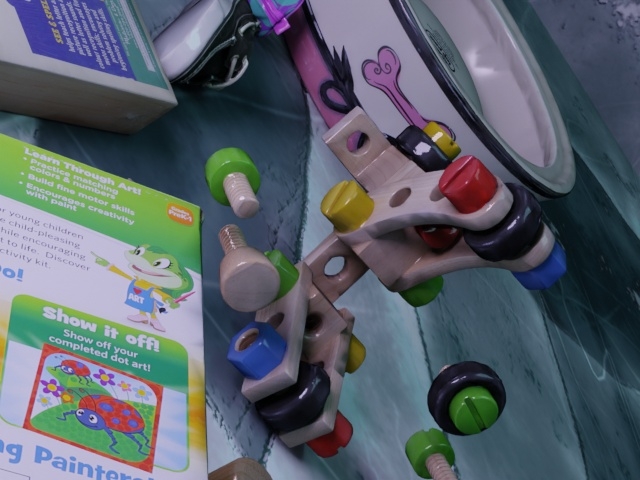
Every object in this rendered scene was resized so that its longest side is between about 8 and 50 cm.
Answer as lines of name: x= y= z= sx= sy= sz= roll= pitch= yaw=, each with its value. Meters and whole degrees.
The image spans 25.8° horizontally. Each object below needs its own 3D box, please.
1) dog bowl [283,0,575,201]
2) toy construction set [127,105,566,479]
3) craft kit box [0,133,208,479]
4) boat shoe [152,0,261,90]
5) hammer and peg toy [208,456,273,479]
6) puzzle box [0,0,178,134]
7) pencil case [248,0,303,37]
dog bowl: x=0.110 y=-0.194 z=1.531 sx=0.408 sy=0.150 sz=0.408 roll=46 pitch=27 yaw=-31
toy construction set: x=0.000 y=0.000 z=1.055 sx=0.309 sy=0.257 sz=0.237 roll=19 pitch=21 yaw=-25
craft kit box: x=-0.163 y=0.032 z=0.514 sx=0.250 sy=0.061 sz=0.246 roll=20 pitch=34 yaw=-19
boat shoe: x=-0.089 y=-0.168 z=1.180 sx=0.070 sy=0.078 sz=0.219 roll=52 pitch=22 yaw=-14
hammer and peg toy: x=-0.173 y=0.091 z=0.623 sx=0.361 sy=0.127 sz=0.266 roll=51 pitch=24 yaw=-19
puzzle box: x=-0.265 y=-0.272 z=0.979 sx=0.272 sy=0.052 sz=0.409 roll=7 pitch=55 yaw=-62
pencil case: x=-0.082 y=-0.267 z=1.332 sx=0.151 sy=0.064 sz=0.070 roll=48 pitch=9 yaw=-24
